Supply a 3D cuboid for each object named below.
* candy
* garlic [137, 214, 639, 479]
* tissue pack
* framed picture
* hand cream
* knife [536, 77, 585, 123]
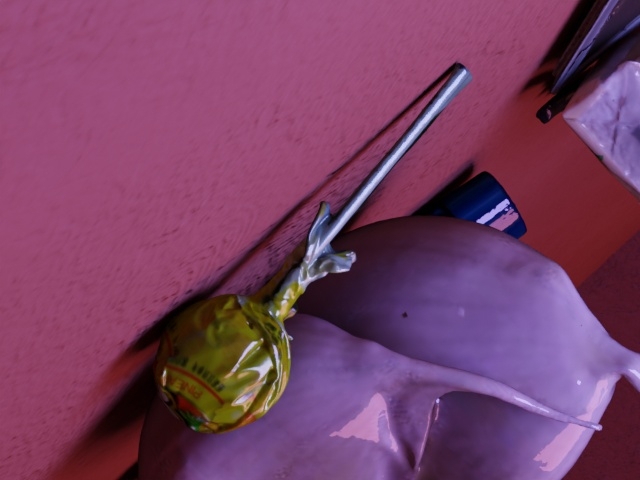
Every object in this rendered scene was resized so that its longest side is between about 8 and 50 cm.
[{"bbox_3d":[0.002,0.002,1.126,0.262,0.077,0.073,-50,174,-4],"label":"candy"},{"bbox_3d":[0.033,0.117,1.220,0.340,0.246,0.231,-25,175,42],"label":"garlic"},{"bbox_3d":[0.275,-0.075,1.398,0.090,0.186,0.222,-44,-178,24],"label":"tissue pack"},{"bbox_3d":[0.260,-0.225,1.257,0.232,0.019,0.296,-39,169,-22],"label":"framed picture"},{"bbox_3d":[0.034,0.049,1.483,0.270,0.061,0.120,-37,169,-1],"label":"hand cream"},{"bbox_3d":[0.187,-0.111,1.463,0.045,0.021,0.222,-46,174,25],"label":"knife"}]
